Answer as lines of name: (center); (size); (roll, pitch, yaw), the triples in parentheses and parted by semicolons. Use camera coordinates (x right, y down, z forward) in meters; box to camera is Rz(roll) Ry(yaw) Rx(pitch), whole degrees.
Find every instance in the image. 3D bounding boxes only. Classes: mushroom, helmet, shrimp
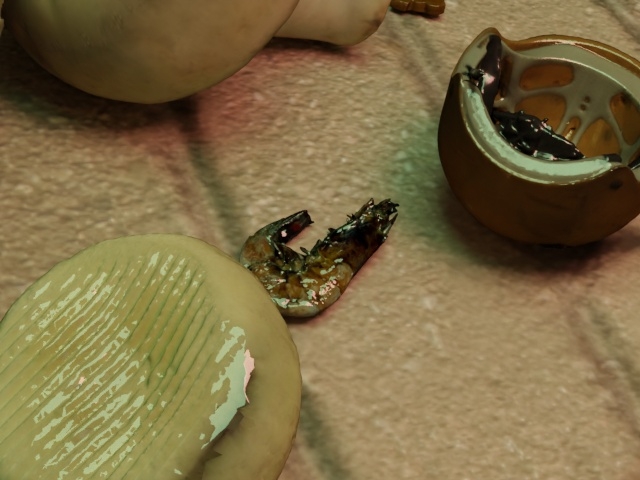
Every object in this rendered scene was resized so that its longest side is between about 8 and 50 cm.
mushroom: (-0.106, -0.261, 1.006); (0.356, 0.315, 0.315); (11, 43, -1)
helmet: (0.185, -0.073, 0.994); (0.198, 0.130, 0.224); (34, 37, 15)
shrimp: (0.000, 0.000, 0.943); (0.091, 0.034, 0.161); (32, 47, 20)

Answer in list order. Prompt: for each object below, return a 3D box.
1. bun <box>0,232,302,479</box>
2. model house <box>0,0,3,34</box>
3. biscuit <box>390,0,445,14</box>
bun: (-0.104, 0.105, 0.755); (0.222, 0.127, 0.222); (-9, 57, 14)
model house: (-0.419, -0.281, 0.762); (0.400, 0.395, 0.445); (6, 72, 3)
biscuit: (0.096, -0.257, 1.244); (0.082, 0.016, 0.092); (20, 43, 14)
